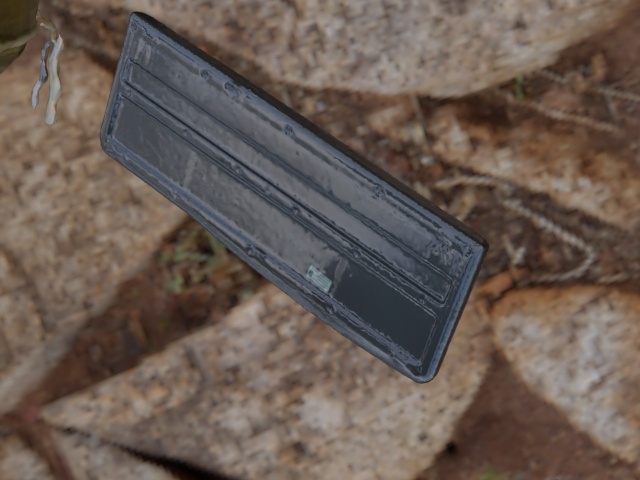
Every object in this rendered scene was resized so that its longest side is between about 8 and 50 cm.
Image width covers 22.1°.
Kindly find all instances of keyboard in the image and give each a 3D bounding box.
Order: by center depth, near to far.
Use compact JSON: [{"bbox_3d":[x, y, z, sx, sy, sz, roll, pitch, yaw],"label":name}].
[{"bbox_3d":[0.010,-0.001,0.886,0.381,0.041,0.103,40,123,34],"label":"keyboard"}]

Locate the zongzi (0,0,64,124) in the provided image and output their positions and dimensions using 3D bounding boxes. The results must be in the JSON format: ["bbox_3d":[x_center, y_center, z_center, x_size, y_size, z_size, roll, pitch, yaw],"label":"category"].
[{"bbox_3d":[-0.226,-0.120,0.512,0.241,0.247,0.111,47,131,17],"label":"zongzi"}]
